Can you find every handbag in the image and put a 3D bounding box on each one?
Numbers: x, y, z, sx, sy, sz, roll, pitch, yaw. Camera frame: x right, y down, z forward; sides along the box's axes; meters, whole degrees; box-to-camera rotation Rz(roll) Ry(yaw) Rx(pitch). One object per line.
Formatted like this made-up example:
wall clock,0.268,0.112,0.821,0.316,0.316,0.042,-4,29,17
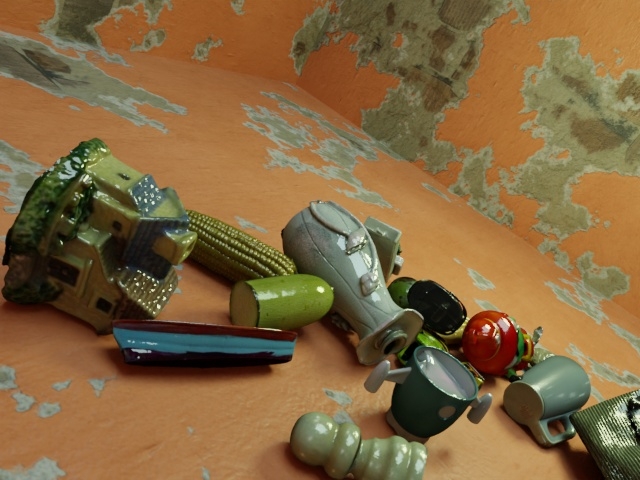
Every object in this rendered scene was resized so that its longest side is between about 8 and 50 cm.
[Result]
handbag,0.801,0.526,1.470,0.247,0.240,0.341,49,14,-21

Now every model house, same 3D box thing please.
model house,-0.395,0.021,1.135,0.266,0.321,0.261,28,29,-4

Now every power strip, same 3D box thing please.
power strip,0.171,0.037,1.801,0.106,0.043,0.367,27,-20,12

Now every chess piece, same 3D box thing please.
chess piece,0.060,0.395,1.114,0.243,0.133,0.133,22,23,1

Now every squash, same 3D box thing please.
squash,-0.075,0.145,1.405,0.247,0.132,0.132,-4,37,-35

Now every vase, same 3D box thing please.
vase,0.075,0.104,1.576,0.250,0.250,0.445,6,38,-43

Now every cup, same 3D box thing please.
cup,0.230,0.345,1.323,0.299,0.173,0.167,21,25,-17

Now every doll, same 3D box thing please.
doll,0.487,0.289,1.717,0.160,0.182,0.363,0,-14,33
doll,0.614,0.339,1.910,0.286,0.091,0.203,18,31,0

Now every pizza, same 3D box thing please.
pizza,0.347,0.210,1.869,0.287,0.075,0.280,43,26,30

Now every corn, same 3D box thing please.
corn,-0.226,0.032,1.525,0.344,0.131,0.131,27,23,2

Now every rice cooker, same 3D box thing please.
rice cooker,0.306,0.175,1.616,0.165,0.112,0.106,40,5,-6

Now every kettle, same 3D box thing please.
kettle,0.616,0.440,1.644,0.243,0.160,0.210,-7,69,-44

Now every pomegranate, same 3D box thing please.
pomegranate,0.262,0.168,1.737,0.169,0.148,0.148,-13,23,9

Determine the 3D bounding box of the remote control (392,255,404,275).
remote control,0.146,0.037,1.948,0.250,0.034,0.103,24,-21,10

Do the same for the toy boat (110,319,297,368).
toy boat,-0.219,0.205,1.197,0.392,0.136,0.079,10,61,-39

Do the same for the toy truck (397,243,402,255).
toy truck,0.217,0.059,2.057,0.154,0.080,0.078,-7,68,-54

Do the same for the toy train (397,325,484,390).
toy train,0.281,0.301,1.577,0.160,0.100,0.296,18,22,-41
